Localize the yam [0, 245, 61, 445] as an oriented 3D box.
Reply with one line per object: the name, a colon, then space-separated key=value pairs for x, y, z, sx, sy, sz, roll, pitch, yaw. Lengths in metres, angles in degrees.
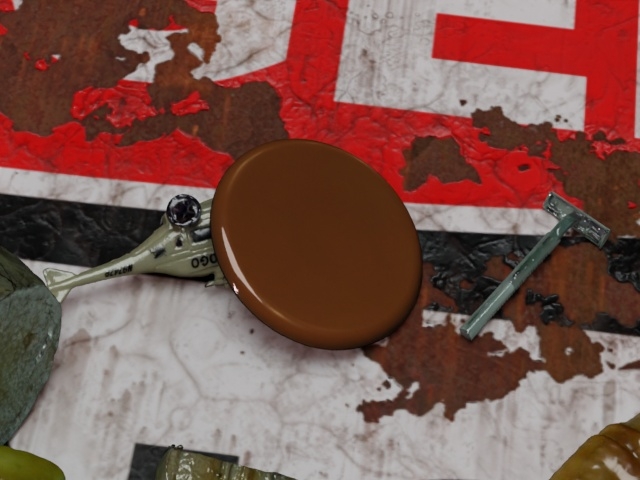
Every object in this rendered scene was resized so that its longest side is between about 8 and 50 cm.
yam: x=-0.406 y=0.059 z=1.842 sx=0.271 sy=0.202 sz=0.201 roll=29 pitch=59 yaw=21

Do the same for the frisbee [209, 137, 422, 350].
frisbee: x=0.000 y=0.000 z=1.944 sx=0.251 sy=0.021 sz=0.250 roll=12 pitch=59 yaw=-21

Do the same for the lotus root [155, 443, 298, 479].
lotus root: x=-0.107 y=0.282 z=1.775 sx=0.143 sy=0.070 sz=0.144 roll=24 pitch=58 yaw=-11

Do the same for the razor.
razor: x=0.222 y=0.032 z=1.980 sx=0.084 sy=0.036 sz=0.211 roll=35 pitch=61 yaw=22

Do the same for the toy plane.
toy plane: x=-0.172 y=0.017 z=1.950 sx=0.286 sy=0.092 sz=0.108 roll=-15 pitch=83 yaw=-15

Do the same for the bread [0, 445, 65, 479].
bread: x=-0.414 y=0.290 z=1.672 sx=0.377 sy=0.208 sz=0.251 roll=12 pitch=49 yaw=5

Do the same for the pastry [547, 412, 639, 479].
pastry: x=0.348 y=0.309 z=1.738 sx=0.330 sy=0.136 sz=0.329 roll=2 pitch=55 yaw=-3
